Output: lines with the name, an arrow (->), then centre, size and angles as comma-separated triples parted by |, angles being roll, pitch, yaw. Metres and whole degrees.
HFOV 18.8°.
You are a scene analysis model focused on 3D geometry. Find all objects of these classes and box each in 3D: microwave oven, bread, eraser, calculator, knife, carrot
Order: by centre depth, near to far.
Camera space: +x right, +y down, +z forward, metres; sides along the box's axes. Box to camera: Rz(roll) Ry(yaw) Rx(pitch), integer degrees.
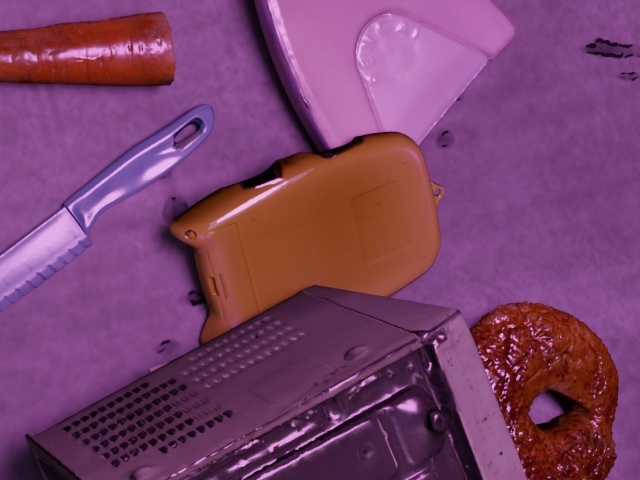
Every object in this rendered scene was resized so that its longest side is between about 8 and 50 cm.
microwave oven -> 0.011, 0.275, 1.478 | 0.333, 0.247, 0.394 | -28, 108, -20
carrot -> -0.222, -0.146, 1.528 | 0.210, 0.061, 0.061 | -5, 91, -17
knife -> -0.203, -0.009, 1.552 | 0.313, 0.019, 0.044 | -38, 105, -16
calculator -> 0.000, 0.000, 1.592 | 0.236, 0.033, 0.157 | -23, 117, -16
eraser -> 0.025, -0.183, 1.614 | 0.243, 0.059, 0.204 | 46, 77, -21
bread -> 0.184, 0.147, 1.674 | 0.193, 0.064, 0.193 | 1, 88, -25

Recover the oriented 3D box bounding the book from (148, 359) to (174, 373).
book -> -0.038, 0.137, 1.592 | 0.199, 0.016, 0.138 | -18, 112, -21
